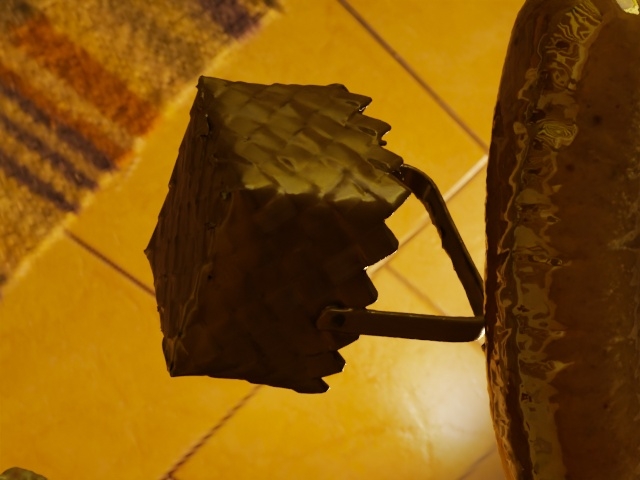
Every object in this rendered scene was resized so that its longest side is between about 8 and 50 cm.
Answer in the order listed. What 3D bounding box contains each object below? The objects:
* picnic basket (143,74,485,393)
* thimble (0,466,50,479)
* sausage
[{"bbox_3d":[0.000,0.000,1.336,0.321,0.254,0.291,5,128,-24],"label":"picnic basket"},{"bbox_3d":[-0.291,0.317,1.137,0.196,0.229,0.148,-18,112,-8],"label":"thimble"},{"bbox_3d":[0.188,0.046,0.981,0.136,0.123,0.500,0,95,5],"label":"sausage"}]
